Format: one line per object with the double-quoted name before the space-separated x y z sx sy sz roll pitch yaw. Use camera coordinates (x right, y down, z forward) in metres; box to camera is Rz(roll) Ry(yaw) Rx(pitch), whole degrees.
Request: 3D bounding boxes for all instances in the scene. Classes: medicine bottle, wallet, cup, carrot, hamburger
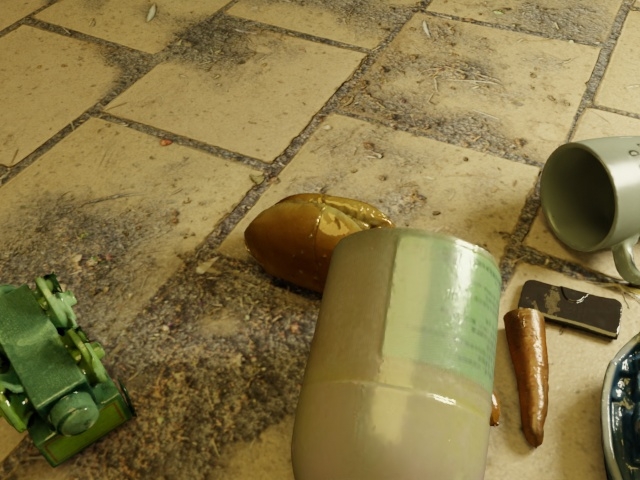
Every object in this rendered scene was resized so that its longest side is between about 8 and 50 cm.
"medicine bottle" 0.089 0.211 0.787 0.236 0.235 0.406 8 64 11
"wallet" 0.401 0.109 1.027 0.157 0.018 0.082 16 49 19
"cup" 0.542 -0.056 1.092 0.234 0.186 0.257 -10 76 -16
"carrot" 0.305 0.199 0.928 0.061 0.061 0.209 2 52 6
"hamburger" 0.000 0.000 1.064 0.283 0.156 0.144 14 50 14

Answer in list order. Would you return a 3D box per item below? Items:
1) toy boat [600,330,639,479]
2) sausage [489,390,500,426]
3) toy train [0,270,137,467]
"toy boat" 0.429 0.243 0.813 0.129 0.142 0.309 6 48 13
"sausage" 0.193 0.201 0.930 0.183 0.054 0.062 38 99 33
"toy train" -0.387 0.177 0.902 0.159 0.188 0.272 -32 55 -23
